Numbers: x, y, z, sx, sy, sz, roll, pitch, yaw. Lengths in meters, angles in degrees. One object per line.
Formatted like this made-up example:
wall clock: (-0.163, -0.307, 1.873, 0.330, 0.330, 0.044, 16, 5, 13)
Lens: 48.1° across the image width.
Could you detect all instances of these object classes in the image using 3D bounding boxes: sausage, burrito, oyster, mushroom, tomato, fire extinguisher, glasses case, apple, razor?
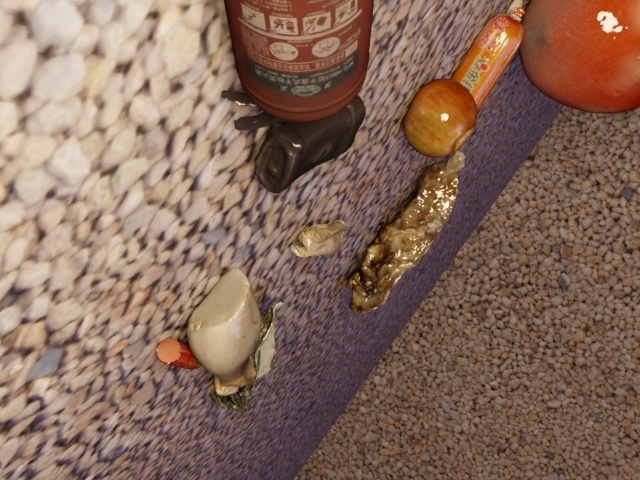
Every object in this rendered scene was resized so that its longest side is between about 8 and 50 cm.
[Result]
sausage: (-0.183, 0.155, 0.963, 0.034, 0.034, 0.129, -50, 164, -7)
burrito: (0.000, 0.000, 1.127, 0.149, 0.041, 0.055, -16, 128, -65)
oyster: (-0.107, 0.190, 1.160, 0.252, 0.087, 0.199, 144, -34, -78)
mushroom: (-0.118, 0.139, 0.956, 0.225, 0.093, 0.116, 87, 17, -45)
tomato: (0.516, -0.388, 1.318, 0.321, 0.321, 0.321, -47, 164, -18)
fire extinguisher: (-0.025, -0.182, 0.533, 0.337, 0.135, 0.114, 86, 2, -66)
glasses case: (0.336, -0.391, 1.261, 0.032, 0.021, 0.083, -48, 164, -17)
sausage: (0.269, -0.287, 1.212, 0.234, 0.071, 0.071, -60, 163, 24)
oyster: (0.180, -0.021, 1.541, 0.396, 0.111, 0.204, -55, -178, 6)
apple: (0.192, -0.193, 1.135, 0.126, 0.102, 0.126, -48, 165, -17)
razor: (-0.013, -0.112, 0.809, 0.148, 0.054, 0.090, -37, 159, -42)
